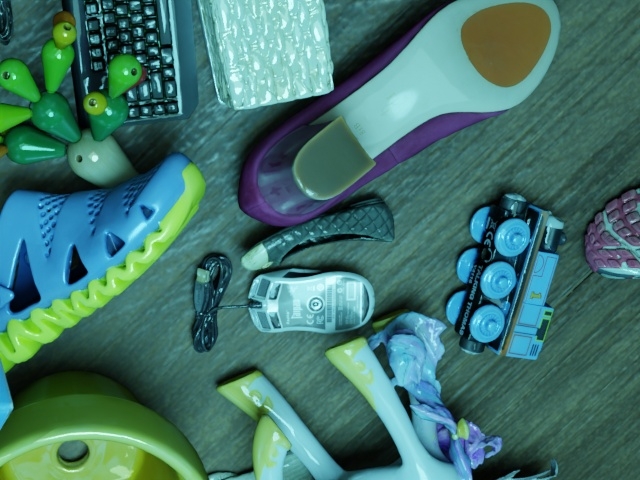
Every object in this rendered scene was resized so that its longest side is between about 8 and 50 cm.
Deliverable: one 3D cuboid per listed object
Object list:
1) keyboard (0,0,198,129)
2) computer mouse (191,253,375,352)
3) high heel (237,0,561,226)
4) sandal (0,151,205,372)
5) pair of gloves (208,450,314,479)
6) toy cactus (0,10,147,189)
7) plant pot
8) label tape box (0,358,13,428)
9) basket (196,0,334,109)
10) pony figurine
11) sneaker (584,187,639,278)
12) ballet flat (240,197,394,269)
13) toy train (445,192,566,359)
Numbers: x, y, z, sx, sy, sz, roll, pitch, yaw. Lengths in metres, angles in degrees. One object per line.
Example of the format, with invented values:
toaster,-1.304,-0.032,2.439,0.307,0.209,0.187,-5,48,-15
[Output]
keyboard,-0.225,-0.260,1.032,0.202,0.033,0.317,-8,107,-11
computer mouse,-0.040,0.066,1.168,0.193,0.042,0.106,0,101,-8
high heel,0.076,-0.143,1.130,0.377,0.181,0.127,-31,98,-24
sandal,-0.247,0.007,1.028,0.317,0.126,0.138,-33,100,18
pair of gloves,-0.083,0.370,1.246,0.204,0.042,0.240,-16,110,-9
toy cactus,-0.239,-0.110,1.024,0.219,0.112,0.180,-26,135,17
plant pot,-0.236,0.247,1.067,0.254,0.239,0.253,-4,106,-13
label tape box,-0.424,0.029,0.904,0.249,0.347,0.115,6,132,-39
basket,-0.053,-0.212,1.048,0.113,0.103,0.167,-13,109,-9
pony figurine,0.101,0.266,1.161,0.351,0.303,0.363,-22,90,-5
sneaker,0.444,-0.001,1.230,0.299,0.120,0.112,-10,139,-3
ballet flat,0.000,0.000,1.137,0.173,0.057,0.049,-18,83,-18
toy train,0.207,0.040,1.203,0.105,0.080,0.184,10,101,-25
